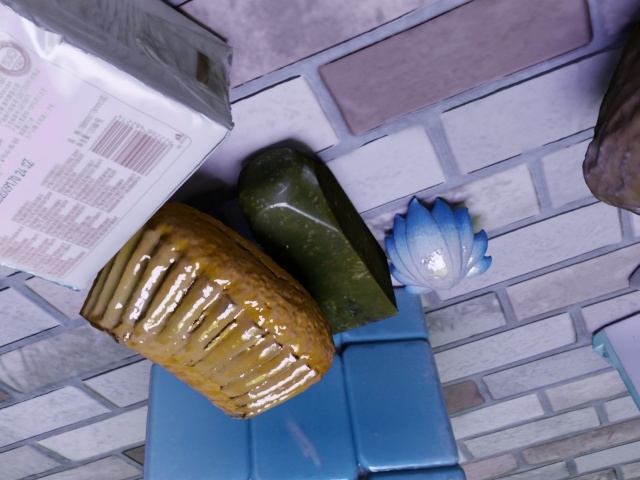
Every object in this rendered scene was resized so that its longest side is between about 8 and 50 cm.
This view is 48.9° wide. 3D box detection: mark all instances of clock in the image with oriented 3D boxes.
[{"bbox_3d":[0.503,0.235,0.937,0.116,0.231,0.262,-37,131,24],"label":"clock"}]

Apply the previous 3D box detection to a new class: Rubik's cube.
[{"bbox_3d":[-0.027,0.273,0.825,0.316,0.322,0.319,-2,138,-5],"label":"Rubik's cube"}]

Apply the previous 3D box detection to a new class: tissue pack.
[{"bbox_3d":[-0.203,-0.088,0.528,0.185,0.124,0.225,28,128,-33],"label":"tissue pack"}]

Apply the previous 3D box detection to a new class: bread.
[{"bbox_3d":[-0.097,0.068,0.648,0.139,0.240,0.240,-56,136,-14],"label":"bread"}]

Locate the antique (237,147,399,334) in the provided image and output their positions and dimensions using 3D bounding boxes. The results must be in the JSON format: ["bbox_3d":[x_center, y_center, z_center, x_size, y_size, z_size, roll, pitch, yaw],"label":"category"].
[{"bbox_3d":[0.000,0.000,0.695,0.080,0.081,0.221,-21,138,13],"label":"antique"}]

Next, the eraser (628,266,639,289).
[{"bbox_3d":[0.462,-0.038,0.743,0.089,0.061,0.352,7,137,-15],"label":"eraser"}]

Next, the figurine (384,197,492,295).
[{"bbox_3d":[0.116,0.003,0.735,0.114,0.079,0.114,8,113,18],"label":"figurine"}]

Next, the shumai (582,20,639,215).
[{"bbox_3d":[0.386,-0.093,0.505,0.283,0.217,0.346,37,125,-20],"label":"shumai"}]
